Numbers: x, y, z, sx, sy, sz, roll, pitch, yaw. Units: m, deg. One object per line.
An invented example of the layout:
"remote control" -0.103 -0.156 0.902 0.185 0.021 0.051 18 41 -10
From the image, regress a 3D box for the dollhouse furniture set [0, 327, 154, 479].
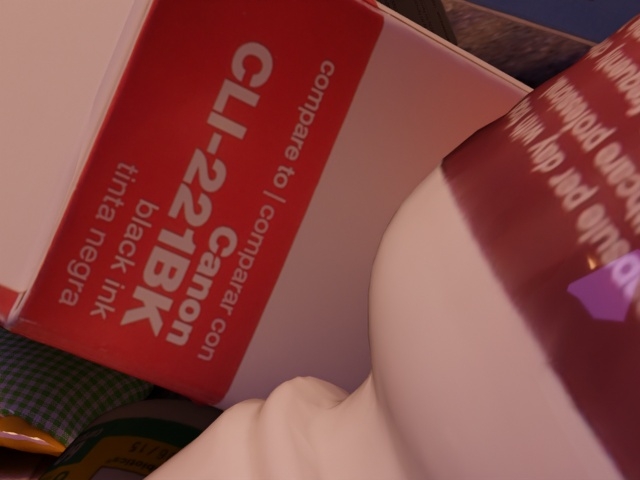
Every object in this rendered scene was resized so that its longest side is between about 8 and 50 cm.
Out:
"dollhouse furniture set" -0.227 0.040 0.856 0.301 0.151 0.197 -11 27 25

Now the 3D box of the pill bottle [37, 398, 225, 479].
"pill bottle" -0.077 0.150 0.541 0.117 0.117 0.208 -4 32 37

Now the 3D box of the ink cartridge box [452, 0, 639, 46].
"ink cartridge box" 0.180 -0.181 0.796 0.395 0.151 0.270 19 32 0

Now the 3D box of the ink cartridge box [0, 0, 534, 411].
"ink cartridge box" 0.000 0.000 0.587 0.197 0.273 0.114 18 85 56

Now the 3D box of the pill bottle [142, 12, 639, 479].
"pill bottle" 0.152 0.026 0.386 0.392 0.224 0.224 -37 23 10

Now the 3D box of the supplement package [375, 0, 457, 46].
"supplement package" -0.062 -0.155 1.103 0.203 0.149 0.194 -26 25 -4
